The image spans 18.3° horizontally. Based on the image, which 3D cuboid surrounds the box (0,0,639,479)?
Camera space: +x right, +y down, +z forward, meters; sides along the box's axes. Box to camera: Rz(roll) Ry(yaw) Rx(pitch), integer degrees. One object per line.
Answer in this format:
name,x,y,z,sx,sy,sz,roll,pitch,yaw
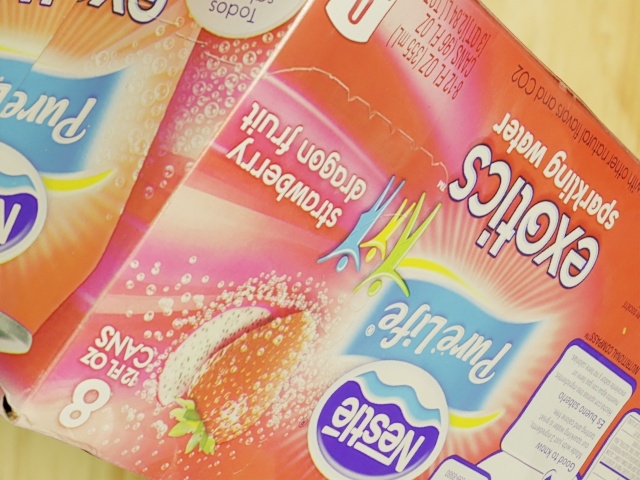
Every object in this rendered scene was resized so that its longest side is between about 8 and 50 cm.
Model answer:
box,0.000,0.000,0.517,0.128,0.123,0.257,-56,143,1
